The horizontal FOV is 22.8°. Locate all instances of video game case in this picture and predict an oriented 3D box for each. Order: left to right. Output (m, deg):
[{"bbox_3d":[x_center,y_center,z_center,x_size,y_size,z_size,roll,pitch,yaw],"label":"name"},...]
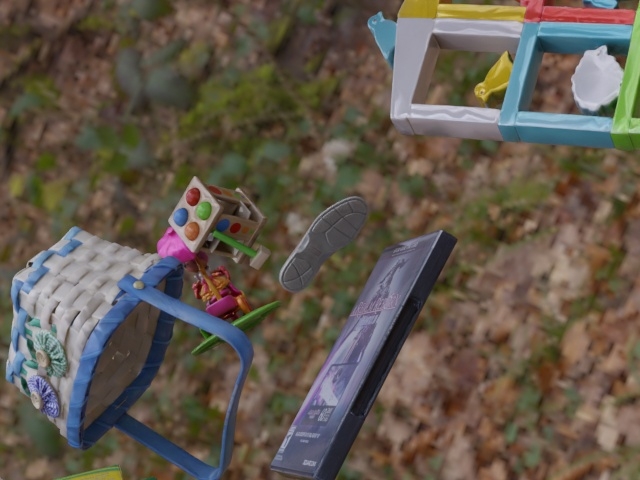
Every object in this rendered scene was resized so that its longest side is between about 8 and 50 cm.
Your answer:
[{"bbox_3d":[0.040,0.120,1.623,0.274,0.026,0.196,-63,10,-11],"label":"video game case"}]

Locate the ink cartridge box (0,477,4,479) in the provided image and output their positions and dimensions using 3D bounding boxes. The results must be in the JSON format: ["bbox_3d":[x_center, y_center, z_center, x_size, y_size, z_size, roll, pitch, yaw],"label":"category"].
[{"bbox_3d":[-0.498,0.375,1.829,0.395,0.285,0.166,4,-65,-63],"label":"ink cartridge box"}]

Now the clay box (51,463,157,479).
[{"bbox_3d":[-0.255,0.296,1.508,0.053,0.222,0.127,-133,33,-69],"label":"clay box"}]

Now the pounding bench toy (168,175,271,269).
[{"bbox_3d":[-0.088,-0.010,1.424,0.052,0.065,0.083,-58,46,18],"label":"pounding bench toy"}]

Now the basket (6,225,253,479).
[{"bbox_3d":[-0.219,0.141,1.849,0.201,0.289,0.254,-54,-17,-46],"label":"basket"}]

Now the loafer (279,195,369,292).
[{"bbox_3d":[0.000,0.000,1.677,0.125,0.045,0.039,-48,13,2],"label":"loafer"}]

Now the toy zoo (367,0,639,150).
[{"bbox_3d":[0.174,-0.166,1.261,0.293,0.030,0.192,7,67,24],"label":"toy zoo"}]

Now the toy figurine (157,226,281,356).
[{"bbox_3d":[-0.142,0.047,2.016,0.130,0.159,0.173,-31,-5,2],"label":"toy figurine"}]
